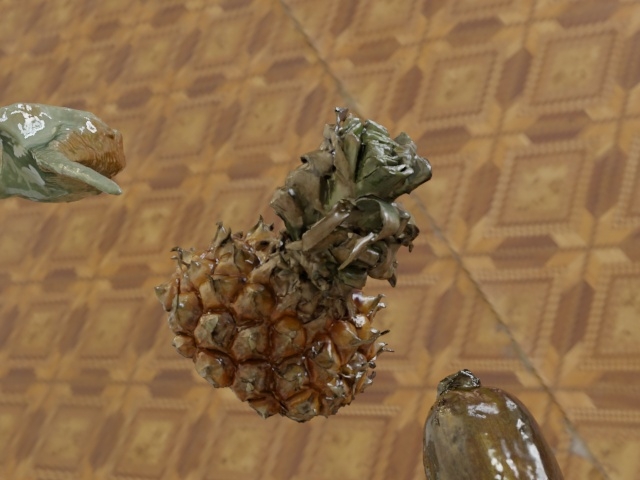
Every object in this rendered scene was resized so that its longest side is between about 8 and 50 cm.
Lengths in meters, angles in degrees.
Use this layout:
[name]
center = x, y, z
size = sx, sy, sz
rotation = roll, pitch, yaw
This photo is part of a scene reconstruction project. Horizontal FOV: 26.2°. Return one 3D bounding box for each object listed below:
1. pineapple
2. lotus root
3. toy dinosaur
[pineapple]
center = 0.000, 0.000, 1.352
size = 0.271, 0.263, 0.262
rotation = -59, 31, 34
[lotus root]
center = 0.265, 0.370, 2.047
size = 0.179, 0.196, 0.397
rotation = -59, 38, 40
[toy dinosaur]
center = -0.232, -0.066, 1.087
size = 0.393, 0.206, 0.092
rotation = -6, 84, 58
